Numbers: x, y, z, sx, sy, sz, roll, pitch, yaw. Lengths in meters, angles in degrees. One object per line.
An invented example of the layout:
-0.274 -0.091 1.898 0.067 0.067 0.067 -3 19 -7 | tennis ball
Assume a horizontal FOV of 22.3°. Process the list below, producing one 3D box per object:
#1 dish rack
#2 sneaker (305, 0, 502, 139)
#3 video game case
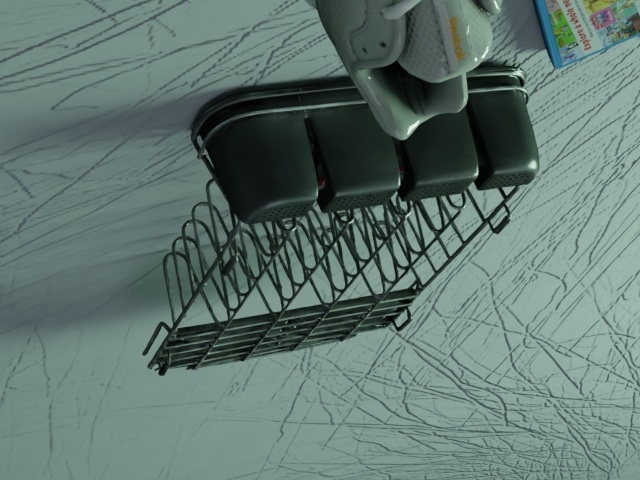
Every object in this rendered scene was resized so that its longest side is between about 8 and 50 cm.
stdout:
0.000 0.000 0.997 0.208 0.074 0.271 -7 156 -25 | dish rack
0.039 -0.135 0.652 0.099 0.121 0.262 -19 157 -3 | sneaker
0.195 -0.153 0.876 0.166 0.015 0.119 -23 158 6 | video game case
